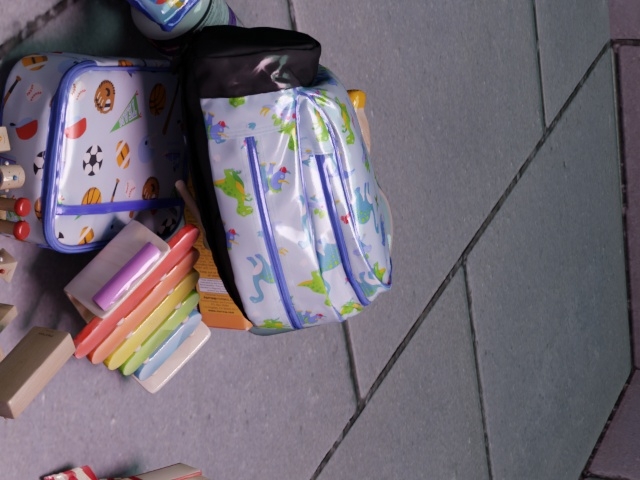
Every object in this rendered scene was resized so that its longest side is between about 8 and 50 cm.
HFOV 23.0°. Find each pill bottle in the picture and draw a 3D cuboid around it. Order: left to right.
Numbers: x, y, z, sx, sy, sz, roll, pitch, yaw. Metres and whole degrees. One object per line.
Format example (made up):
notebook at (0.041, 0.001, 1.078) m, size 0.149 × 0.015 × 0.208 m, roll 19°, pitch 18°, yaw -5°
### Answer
pill bottle at (-0.174, -0.284, 1.996) m, size 0.193 × 0.108 × 0.108 m, roll 47°, pitch 54°, yaw -56°

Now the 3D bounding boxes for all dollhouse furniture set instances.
dollhouse furniture set at (-0.340, 0.163, 1.719) m, size 0.144 × 0.151 × 0.123 m, roll -53°, pitch 141°, yaw -42°

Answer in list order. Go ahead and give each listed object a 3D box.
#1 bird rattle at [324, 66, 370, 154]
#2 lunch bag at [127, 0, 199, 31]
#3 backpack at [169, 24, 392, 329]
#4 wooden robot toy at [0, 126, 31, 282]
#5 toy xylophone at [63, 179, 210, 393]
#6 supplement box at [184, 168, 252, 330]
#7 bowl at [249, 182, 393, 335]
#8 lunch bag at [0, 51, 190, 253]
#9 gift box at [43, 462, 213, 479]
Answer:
bird rattle at (-0.035, -0.119, 2.043) m, size 0.143 × 0.207 × 0.253 m, roll 10°, pitch 86°, yaw -59°
lunch bag at (-0.189, -0.403, 1.849) m, size 0.221 × 0.138 × 0.293 m, roll 46°, pitch 68°, yaw -23°
backpack at (-0.042, -0.066, 1.873) m, size 0.290 × 0.273 × 0.355 m, roll -100°, pitch -168°, yaw -78°
wooden robot toy at (-0.367, -0.036, 1.715) m, size 0.079 × 0.076 × 0.173 m, roll -7°, pitch 102°, yaw -52°
toy xylophone at (-0.201, 0.059, 1.916) m, size 0.236 × 0.081 × 0.322 m, roll -49°, pitch 161°, yaw -5°
supplement box at (-0.132, 0.004, 2.183) m, size 0.078 × 0.080 × 0.233 m, roll -44°, pitch 130°, yaw -54°
bowl at (0.000, 0.000, 2.353) m, size 0.311 × 0.163 × 0.311 m, roll -27°, pitch 121°, yaw -59°
lunch bag at (-0.258, -0.098, 1.871) m, size 0.303 × 0.115 × 0.243 m, roll -6°, pitch 103°, yaw -62°
gift box at (-0.214, 0.417, 1.929) m, size 0.276 × 0.258 × 0.255 m, roll -3°, pitch 101°, yaw -44°
